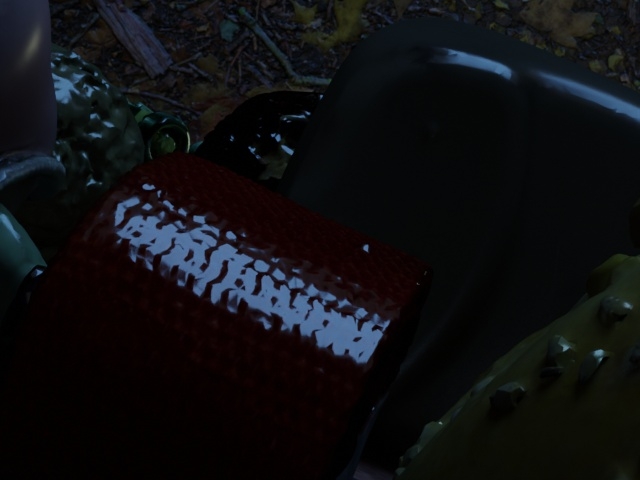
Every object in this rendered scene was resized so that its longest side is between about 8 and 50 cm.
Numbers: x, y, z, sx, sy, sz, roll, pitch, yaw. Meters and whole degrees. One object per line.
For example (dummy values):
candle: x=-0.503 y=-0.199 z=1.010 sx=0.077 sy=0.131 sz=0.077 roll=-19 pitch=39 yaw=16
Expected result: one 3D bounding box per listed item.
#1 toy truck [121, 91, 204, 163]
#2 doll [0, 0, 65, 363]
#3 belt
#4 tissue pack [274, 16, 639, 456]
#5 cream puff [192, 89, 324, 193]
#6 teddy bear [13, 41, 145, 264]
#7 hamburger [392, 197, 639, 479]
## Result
toy truck: x=-0.128 y=-0.025 z=1.379 sx=0.259 sy=0.135 sz=0.128 roll=32 pitch=-4 yaw=-41
doll: x=-0.208 y=-0.046 z=0.580 sx=0.284 sy=0.216 sz=0.268 roll=42 pitch=-19 yaw=14
belt: x=-0.040 y=0.042 z=0.527 sx=0.124 sy=0.128 sz=0.201 roll=26 pitch=3 yaw=7
tissue pack: x=0.155 y=0.034 z=0.993 sx=0.387 sy=0.267 sz=0.277 roll=26 pitch=5 yaw=1
cream puff: x=0.000 y=0.000 z=1.213 sx=0.239 sy=0.165 sz=0.239 roll=16 pitch=-32 yaw=10
teddy bear: x=-0.209 y=-0.063 z=0.968 sx=0.267 sy=0.156 sz=0.256 roll=25 pitch=3 yaw=-37
hamburger: x=0.249 y=0.092 z=0.530 sx=0.445 sy=0.287 sz=0.268 roll=23 pitch=3 yaw=13
